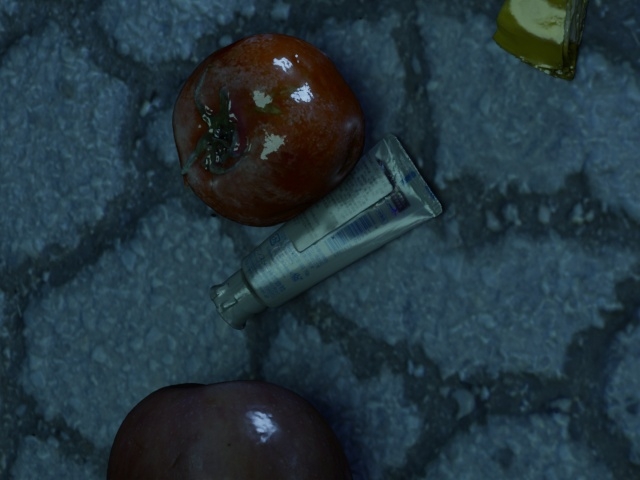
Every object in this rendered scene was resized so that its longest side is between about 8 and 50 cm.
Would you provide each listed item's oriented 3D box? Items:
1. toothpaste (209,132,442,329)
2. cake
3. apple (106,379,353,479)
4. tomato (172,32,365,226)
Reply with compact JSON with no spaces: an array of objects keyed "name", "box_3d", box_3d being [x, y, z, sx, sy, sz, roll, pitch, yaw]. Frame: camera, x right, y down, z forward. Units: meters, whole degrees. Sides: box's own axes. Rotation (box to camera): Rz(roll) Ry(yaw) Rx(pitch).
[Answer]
[{"name":"toothpaste","box_3d":[0.000,0.000,2.028,0.299,0.073,0.114,-35,78,17]},{"name":"cake","box_3d":[0.270,-0.265,1.862,0.116,0.079,0.185,47,108,18]},{"name":"apple","box_3d":[-0.104,0.281,1.984,0.305,0.305,0.235,-4,80,27]},{"name":"tomato","box_3d":[-0.059,-0.131,1.975,0.232,0.188,0.232,0,90,42]}]
